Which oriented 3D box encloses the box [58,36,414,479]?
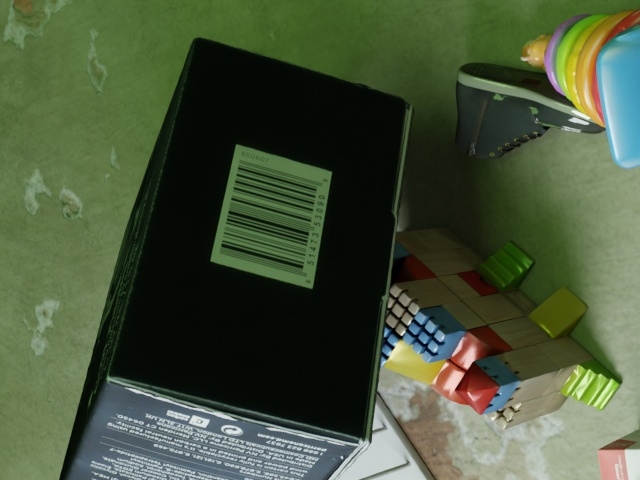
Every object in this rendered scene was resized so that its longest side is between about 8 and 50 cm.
[{"bbox_3d":[-0.118,0.096,1.574,0.471,0.298,0.479,119,164,-55],"label":"box"}]

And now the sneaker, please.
[{"bbox_3d":[0.280,-0.154,1.649,0.222,0.083,0.118,21,125,30],"label":"sneaker"}]

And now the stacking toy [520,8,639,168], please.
[{"bbox_3d":[0.341,-0.217,1.528,0.302,0.175,0.165,36,146,60],"label":"stacking toy"}]

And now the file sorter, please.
[{"bbox_3d":[0.039,0.386,1.821,0.193,0.173,0.277,-48,65,32],"label":"file sorter"}]

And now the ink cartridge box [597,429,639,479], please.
[{"bbox_3d":[0.451,0.270,1.506,0.198,0.115,0.067,-8,90,40],"label":"ink cartridge box"}]

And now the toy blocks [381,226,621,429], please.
[{"bbox_3d":[0.168,0.113,1.632,0.381,0.261,0.190,44,119,28],"label":"toy blocks"}]
